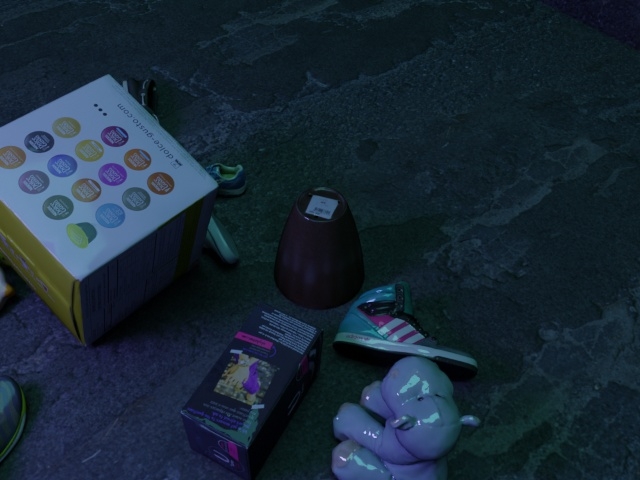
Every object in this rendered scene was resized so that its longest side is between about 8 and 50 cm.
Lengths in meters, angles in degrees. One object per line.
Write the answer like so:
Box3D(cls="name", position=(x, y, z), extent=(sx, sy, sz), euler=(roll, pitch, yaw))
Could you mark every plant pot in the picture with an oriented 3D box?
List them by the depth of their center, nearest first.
Box3D(cls="plant pot", position=(0.000, 0.000, 1.354), extent=(0.215, 0.230, 0.215), euler=(1, 49, -1))

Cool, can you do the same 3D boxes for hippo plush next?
Box3D(cls="hippo plush", position=(0.137, 0.336, 1.055), extent=(0.234, 0.237, 0.294), euler=(-4, 49, -6))

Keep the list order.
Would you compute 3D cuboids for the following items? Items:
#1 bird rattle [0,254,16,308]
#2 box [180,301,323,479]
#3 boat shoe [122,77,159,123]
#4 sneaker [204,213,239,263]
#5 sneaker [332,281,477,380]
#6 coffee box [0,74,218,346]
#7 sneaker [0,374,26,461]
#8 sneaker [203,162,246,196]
Box3D(cls="bird rattle", position=(-0.790, 0.096, 1.321), extent=(0.207, 0.143, 0.253), euler=(44, 62, 12))
Box3D(cls="box", position=(-0.119, 0.279, 1.145), extent=(0.143, 0.165, 0.270), euler=(23, 52, 17))
Box3D(cls="boat shoe", position=(-0.502, -0.373, 1.750), extent=(0.095, 0.112, 0.335), euler=(-17, 47, -10))
Box3D(cls="sneaker", position=(-0.288, -0.023, 1.475), extent=(0.091, 0.094, 0.258), euler=(-40, 58, 0))
Box3D(cls="sneaker", position=(0.189, 0.180, 1.279), extent=(0.295, 0.124, 0.179), euler=(12, 59, 10))
Box3D(cls="coffee box", position=(-0.461, -0.053, 1.250), extent=(0.337, 0.338, 0.334), euler=(44, 57, 9))
Box3D(cls="sneaker", position=(-0.629, 0.369, 1.079), extent=(0.111, 0.121, 0.300), euler=(7, 49, 4))
Box3D(cls="sneaker", position=(-0.294, -0.165, 1.570), extent=(0.211, 0.081, 0.080), euler=(-3, 51, -18))
